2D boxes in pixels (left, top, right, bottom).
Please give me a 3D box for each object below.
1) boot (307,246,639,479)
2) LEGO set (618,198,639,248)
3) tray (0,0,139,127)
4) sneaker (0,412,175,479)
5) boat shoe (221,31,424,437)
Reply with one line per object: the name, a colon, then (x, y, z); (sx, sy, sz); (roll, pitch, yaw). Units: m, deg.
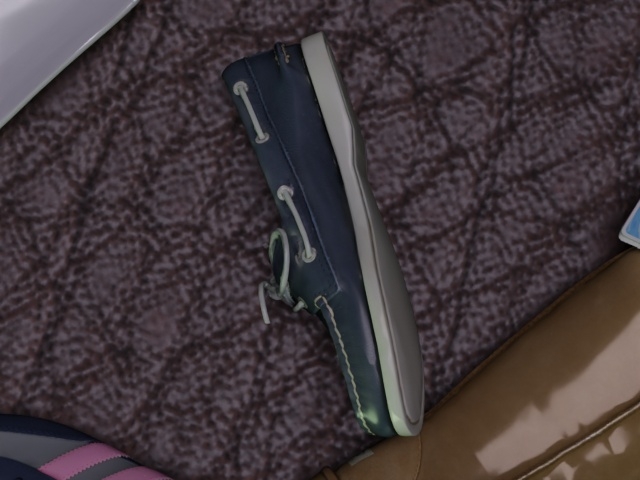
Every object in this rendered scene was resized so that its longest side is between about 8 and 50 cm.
boot: (0.154, 0.166, 0.964); (0.270, 0.089, 0.236); (-32, 89, -5)
LEGO set: (0.325, -0.027, 0.935); (0.244, 0.060, 0.182); (28, 71, 21)
tray: (-0.251, -0.202, 0.991); (0.145, 0.030, 0.270); (-43, 90, -4)
sneaker: (-0.126, 0.178, 0.928); (0.319, 0.131, 0.112); (17, 87, -1)
boat shoe: (0.000, 0.000, 0.957); (0.079, 0.095, 0.254); (-17, 81, 8)
